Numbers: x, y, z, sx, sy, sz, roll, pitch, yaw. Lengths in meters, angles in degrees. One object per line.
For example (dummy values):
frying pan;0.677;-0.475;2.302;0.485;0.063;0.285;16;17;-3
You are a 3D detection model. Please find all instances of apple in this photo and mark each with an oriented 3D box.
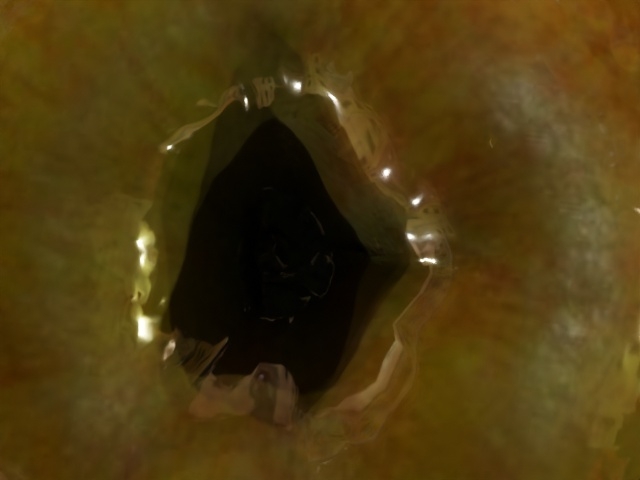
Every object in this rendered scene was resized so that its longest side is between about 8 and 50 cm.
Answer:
apple;0.000;0.000;0.463;0.264;0.264;0.264;0;90;11
